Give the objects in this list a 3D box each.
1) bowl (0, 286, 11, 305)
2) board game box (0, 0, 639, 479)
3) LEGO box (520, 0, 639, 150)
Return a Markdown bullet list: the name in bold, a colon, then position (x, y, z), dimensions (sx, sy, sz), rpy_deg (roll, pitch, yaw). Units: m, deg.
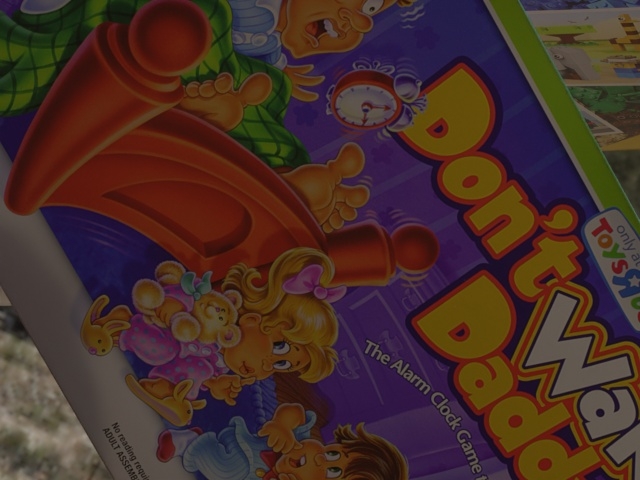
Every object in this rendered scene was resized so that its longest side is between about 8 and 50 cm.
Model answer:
- **bowl**: position (-0.201, -0.068, 1.001), dimensions (0.134, 0.298, 0.298), rpy_deg (28, 15, -37)
- **board game box**: position (0.000, 0.000, 0.540), dimensions (0.347, 0.233, 0.078), rpy_deg (60, 10, -3)
- **LEGO box**: position (0.180, -0.222, 1.084), dimensions (0.500, 0.193, 0.372), rpy_deg (1, -16, 35)
